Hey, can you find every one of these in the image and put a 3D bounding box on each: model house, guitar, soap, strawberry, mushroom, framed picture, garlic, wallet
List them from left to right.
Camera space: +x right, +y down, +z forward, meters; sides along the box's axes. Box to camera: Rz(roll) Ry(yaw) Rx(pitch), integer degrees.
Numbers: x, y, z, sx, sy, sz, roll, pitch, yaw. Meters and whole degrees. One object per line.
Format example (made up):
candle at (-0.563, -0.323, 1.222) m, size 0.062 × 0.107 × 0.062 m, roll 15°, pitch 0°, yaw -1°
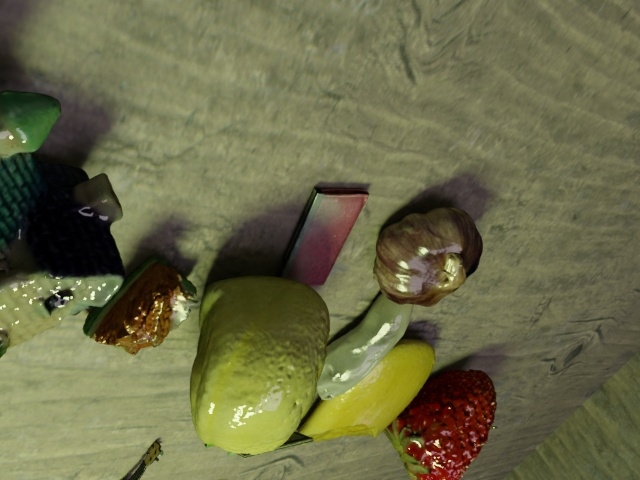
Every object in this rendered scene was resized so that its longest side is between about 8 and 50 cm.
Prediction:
model house at (-0.377, -0.019, 0.756) m, size 0.284 × 0.243 × 0.298 m, roll -27°, pitch 154°, yaw -16°
guitar at (-0.429, 0.554, 1.491) m, size 0.271 × 0.084 × 0.038 m, roll -51°, pitch 144°, yaw 12°
framed picture at (-0.148, 0.441, 1.483) m, size 0.173 × 0.231 × 0.010 m, roll -2°, pitch 89°, yaw -33°
wallet at (0.000, 0.000, 1.223) m, size 0.119 × 0.025 × 0.232 m, roll -2°, pitch 133°, yaw -34°
mushroom at (0.101, 0.228, 1.486) m, size 0.351 × 0.109 × 0.097 m, roll -49°, pitch 173°, yaw 17°
soap at (0.126, 0.407, 1.693) m, size 0.306 × 0.115 × 0.427 m, roll 9°, pitch 126°, yaw -38°
garlic at (0.226, 0.044, 1.327) m, size 0.244 × 0.160 × 0.245 m, roll -21°, pitch 141°, yaw -17°
strawberry at (0.367, 0.537, 1.875) m, size 0.343 × 0.292 × 0.292 m, roll -24°, pitch 142°, yaw -10°

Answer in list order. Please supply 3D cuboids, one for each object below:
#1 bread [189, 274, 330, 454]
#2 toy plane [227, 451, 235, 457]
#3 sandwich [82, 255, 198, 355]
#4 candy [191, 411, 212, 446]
bread at (-0.104, 0.213, 1.156) m, size 0.237 × 0.321 × 0.321 m, roll 5°, pitch 134°, yaw -5°
toy plane at (-0.203, 0.511, 1.631) m, size 0.083 × 0.033 × 0.080 m, roll -51°, pitch 154°, yaw 22°
sandwich at (-0.280, 0.126, 1.051) m, size 0.185 × 0.160 × 0.109 m, roll -45°, pitch 123°, yaw 3°
candy at (-0.176, 0.384, 1.458) m, size 0.194 × 0.097 × 0.062 m, roll -4°, pitch 135°, yaw -34°
